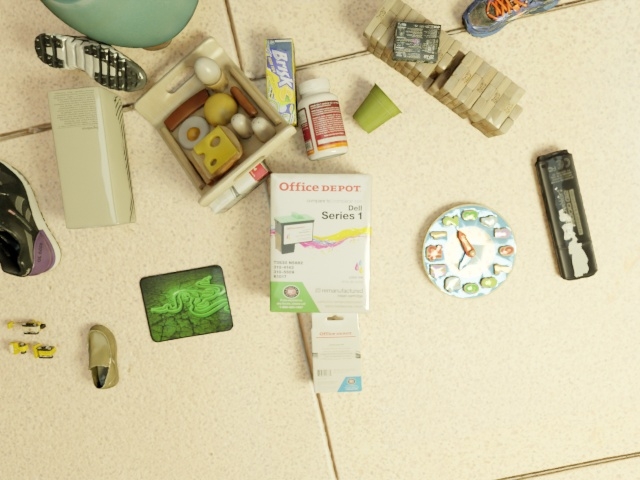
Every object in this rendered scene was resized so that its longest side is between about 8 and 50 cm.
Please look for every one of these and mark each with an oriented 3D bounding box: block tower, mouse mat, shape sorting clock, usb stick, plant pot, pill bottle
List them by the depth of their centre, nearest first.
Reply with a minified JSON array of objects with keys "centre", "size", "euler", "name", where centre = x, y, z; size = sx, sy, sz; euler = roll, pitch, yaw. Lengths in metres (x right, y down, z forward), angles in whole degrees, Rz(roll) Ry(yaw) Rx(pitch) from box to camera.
[{"centre":[-0.367,-0.462,0.729],"size":[0.291,0.195,0.290],"euler":[4,119,7],"name":"plant pot"},{"centre":[0.244,-0.341,0.891],"size":[0.336,0.097,0.090],"euler":[35,95,-4],"name":"block tower"},{"centre":[0.002,-0.244,0.906],"size":[0.086,0.086,0.151],"euler":[-12,96,2],"name":"pill bottle"},{"centre":[0.110,-0.263,0.912],"size":[0.079,0.083,0.083],"euler":[-42,94,16],"name":"plant pot"},{"centre":[0.517,-0.050,0.940],"size":[0.077,0.045,0.277],"euler":[-15,96,9],"name":"usb stick"},{"centre":[0.318,0.025,0.952],"size":[0.207,0.040,0.206],"euler":[0,96,1],"name":"shape sorting clock"},{"centre":[-0.297,0.141,0.989],"size":[0.190,0.007,0.152],"euler":[-10,95,1],"name":"mouse mat"}]

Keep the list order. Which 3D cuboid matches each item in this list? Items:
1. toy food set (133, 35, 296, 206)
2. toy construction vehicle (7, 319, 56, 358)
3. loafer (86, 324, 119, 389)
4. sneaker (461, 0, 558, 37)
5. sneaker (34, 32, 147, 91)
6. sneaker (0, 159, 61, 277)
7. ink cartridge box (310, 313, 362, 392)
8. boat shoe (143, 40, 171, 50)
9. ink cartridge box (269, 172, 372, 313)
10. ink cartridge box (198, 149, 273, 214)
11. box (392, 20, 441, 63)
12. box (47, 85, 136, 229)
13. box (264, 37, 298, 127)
[{"centre":[-0.213,-0.235,0.856],"size":[0.220,0.092,0.306],"euler":[-40,64,4],"name":"toy food set"},{"centre":[-0.640,0.217,0.991],"size":[0.098,0.035,0.085],"euler":[0,107,3],"name":"toy construction vehicle"},{"centre":[-0.479,0.259,0.980],"size":[0.056,0.050,0.147],"euler":[-12,96,2],"name":"loafer"},{"centre":[0.384,-0.475,0.877],"size":[0.221,0.087,0.083],"euler":[-25,94,3],"name":"sneaker"},{"centre":[-0.433,-0.360,0.886],"size":[0.235,0.106,0.078],"euler":[20,122,10],"name":"sneaker"},{"centre":[-0.652,-0.055,0.914],"size":[0.107,0.124,0.283],"euler":[-32,94,3],"name":"sneaker"},{"centre":[0.034,0.231,0.966],"size":[0.104,0.060,0.179],"euler":[-2,96,2],"name":"ink cartridge box"},{"centre":[-0.380,-0.536,0.865],"size":[0.123,0.116,0.324],"euler":[-18,95,3],"name":"boat shoe"},{"centre":[0.000,0.000,0.914],"size":[0.202,0.117,0.277],"euler":[1,95,1],"name":"ink cartridge box"},{"centre":[-0.170,-0.118,0.914],"size":[0.135,0.099,0.056],"euler":[-38,94,4],"name":"ink cartridge box"},{"centre":[0.179,-0.368,0.832],"size":[0.084,0.018,0.067],"euler":[4,97,0],"name":"box"},{"centre":[-0.463,-0.164,0.916],"size":[0.113,0.094,0.274],"euler":[-3,96,1],"name":"box"},{"centre":[-0.079,-0.319,0.915],"size":[0.059,0.054,0.168],"euler":[-2,95,1],"name":"box"}]
